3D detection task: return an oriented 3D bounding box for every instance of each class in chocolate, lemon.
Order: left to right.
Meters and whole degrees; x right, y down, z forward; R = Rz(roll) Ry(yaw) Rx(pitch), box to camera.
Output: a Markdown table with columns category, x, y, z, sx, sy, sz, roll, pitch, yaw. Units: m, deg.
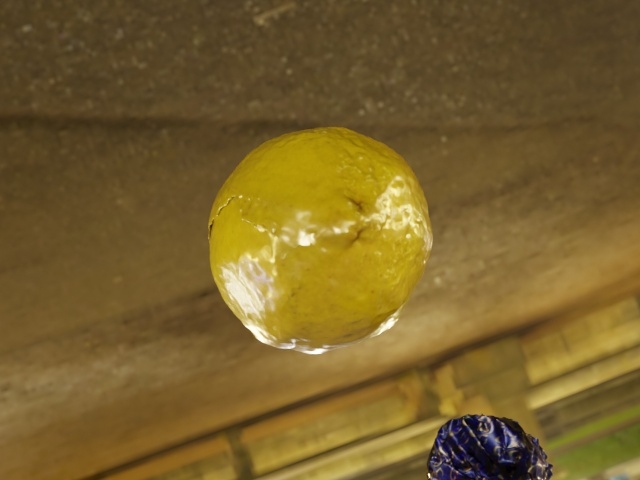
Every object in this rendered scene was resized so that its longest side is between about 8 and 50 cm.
| category | x | y | z | sx | sy | sz | roll | pitch | yaw |
| --- | --- | --- | --- | --- | --- | --- | --- | --- | --- |
| lemon | 0.000 | 0.000 | 1.253 | 0.204 | 0.204 | 0.260 | -17 | 172 | -15 |
| chocolate | 0.186 | 0.260 | 1.304 | 0.126 | 0.148 | 0.343 | 0 | -174 | -5 |
